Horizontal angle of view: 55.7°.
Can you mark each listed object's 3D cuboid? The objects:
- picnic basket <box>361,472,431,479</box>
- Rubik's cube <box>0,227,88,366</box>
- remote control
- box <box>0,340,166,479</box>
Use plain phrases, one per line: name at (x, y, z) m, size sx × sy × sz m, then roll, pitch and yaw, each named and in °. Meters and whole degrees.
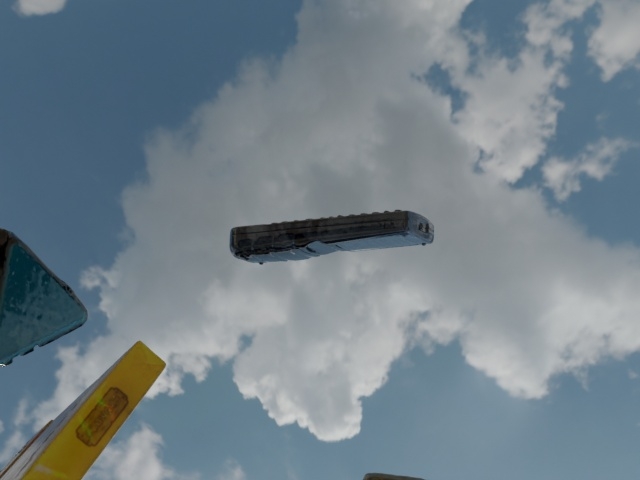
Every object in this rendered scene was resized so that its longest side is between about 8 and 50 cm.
picnic basket at (0.095, 0.381, 0.597) m, size 0.165 × 0.139 × 0.267 m, roll 0°, pitch -85°, yaw 22°
Rubik's cube at (-0.266, 0.026, 0.230) m, size 0.284 × 0.250 × 0.234 m, roll 11°, pitch -139°, yaw -10°
remote control at (0.000, -0.002, 0.417) m, size 0.152 × 0.043 × 0.027 m, roll -7°, pitch -111°, yaw 33°
box at (-0.253, 0.205, 0.547) m, size 0.043 × 0.269 × 0.152 m, roll 44°, pitch -143°, yaw -8°
